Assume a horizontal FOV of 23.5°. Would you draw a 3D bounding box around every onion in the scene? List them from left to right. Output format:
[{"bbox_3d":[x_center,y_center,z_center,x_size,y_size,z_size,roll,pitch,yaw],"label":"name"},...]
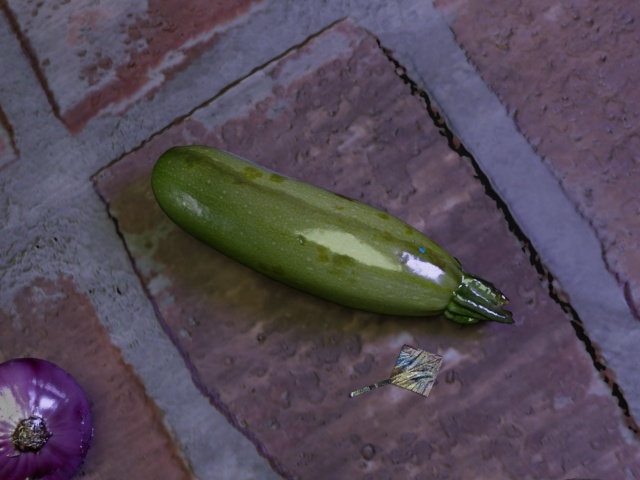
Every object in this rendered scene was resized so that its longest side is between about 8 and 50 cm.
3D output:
[{"bbox_3d":[-0.246,0.154,1.267,0.104,0.115,0.115,3,66,63],"label":"onion"}]

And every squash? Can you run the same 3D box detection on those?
[{"bbox_3d":[0.000,0.000,1.253,0.341,0.094,0.094,24,79,20],"label":"squash"}]

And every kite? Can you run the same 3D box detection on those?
[{"bbox_3d":[0.062,0.105,1.248,0.078,0.002,0.044,-2,72,13],"label":"kite"}]

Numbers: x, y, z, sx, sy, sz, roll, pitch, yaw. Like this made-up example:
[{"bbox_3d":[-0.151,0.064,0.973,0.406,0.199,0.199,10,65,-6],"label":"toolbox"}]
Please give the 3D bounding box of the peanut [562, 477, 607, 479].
[{"bbox_3d":[0.271,0.216,1.096,0.253,0.122,0.137,-13,69,15],"label":"peanut"}]
